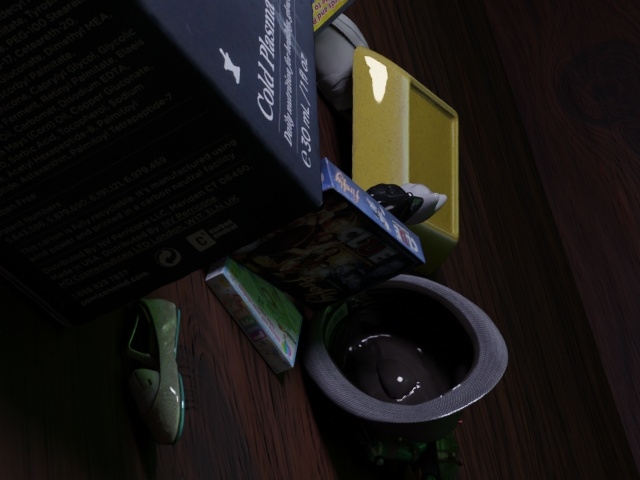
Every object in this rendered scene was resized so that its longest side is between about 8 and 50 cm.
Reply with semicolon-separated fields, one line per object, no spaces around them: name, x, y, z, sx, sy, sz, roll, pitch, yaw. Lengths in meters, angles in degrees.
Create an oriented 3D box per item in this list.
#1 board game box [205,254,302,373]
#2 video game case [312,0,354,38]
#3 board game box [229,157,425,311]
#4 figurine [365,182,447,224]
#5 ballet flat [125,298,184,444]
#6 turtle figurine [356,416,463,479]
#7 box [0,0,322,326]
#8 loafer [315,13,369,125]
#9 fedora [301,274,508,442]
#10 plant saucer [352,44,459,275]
board game box;-0.077;0.071;1.454;0.154;0.026;0.103;56;22;-24
video game case;-0.080;-0.365;1.614;0.275;0.035;0.248;-47;123;-31
board game box;0.000;0.000;1.447;0.243;0.165;0.042;36;35;-52
figurine;0.060;-0.022;1.629;0.092;0.209;0.215;67;20;5
ballet flat;-0.165;0.126;1.168;0.052;0.057;0.168;18;40;-26
turtle figurine;0.128;0.297;1.592;0.175;0.118;0.234;35;42;-53
box;-0.244;-0.270;1.066;0.472;0.297;0.480;46;28;-38
loafer;0.049;-0.275;2.027;0.319;0.112;0.111;42;22;-47
fedora;0.105;0.168;1.553;0.275;0.244;0.124;38;-32;38
plant saucer;0.156;-0.128;2.023;0.333;0.081;0.333;21;67;-61
